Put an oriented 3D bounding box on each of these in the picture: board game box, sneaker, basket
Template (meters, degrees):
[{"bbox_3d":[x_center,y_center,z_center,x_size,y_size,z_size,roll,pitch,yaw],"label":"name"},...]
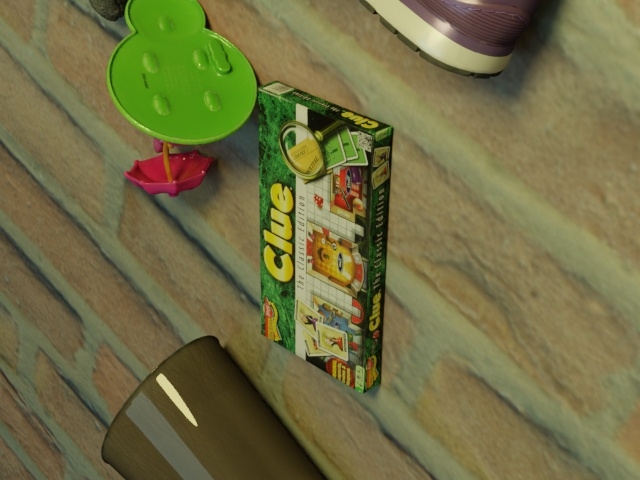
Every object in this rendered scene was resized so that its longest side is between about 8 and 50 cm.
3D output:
[{"bbox_3d":[0.000,0.000,0.984,0.136,0.030,0.260,28,130,38],"label":"board game box"},{"bbox_3d":[0.043,-0.241,0.758,0.283,0.107,0.124,39,125,17],"label":"sneaker"},{"bbox_3d":[-0.088,0.241,1.129,0.227,0.154,0.204,43,135,17],"label":"basket"}]

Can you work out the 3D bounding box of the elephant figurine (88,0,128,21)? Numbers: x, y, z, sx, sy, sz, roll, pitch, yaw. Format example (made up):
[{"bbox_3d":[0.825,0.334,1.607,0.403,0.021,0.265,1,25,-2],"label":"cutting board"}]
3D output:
[{"bbox_3d":[-0.189,-0.288,0.937,0.169,0.186,0.239,-1,115,26],"label":"elephant figurine"}]

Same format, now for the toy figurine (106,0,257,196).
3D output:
[{"bbox_3d":[-0.142,-0.116,1.024,0.159,0.130,0.173,117,140,-56],"label":"toy figurine"}]
